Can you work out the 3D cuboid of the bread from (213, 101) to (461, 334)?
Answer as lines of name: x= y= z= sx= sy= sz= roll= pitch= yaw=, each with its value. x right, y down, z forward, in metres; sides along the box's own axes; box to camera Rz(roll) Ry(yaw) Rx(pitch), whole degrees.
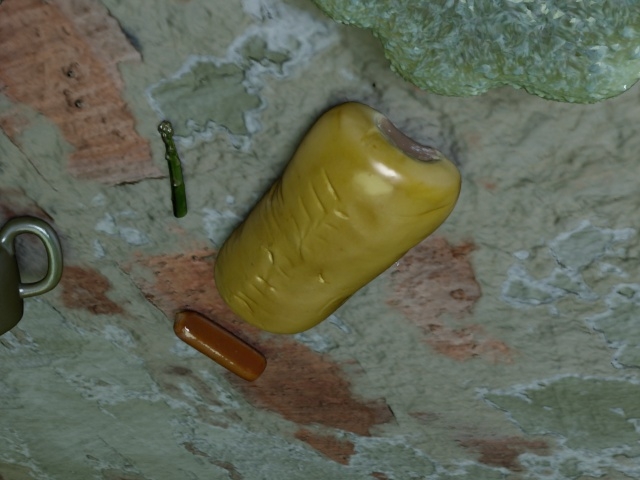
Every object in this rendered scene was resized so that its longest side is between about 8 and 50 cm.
bread: x=0.000 y=0.000 z=0.729 sx=0.142 sy=0.091 sz=0.305 roll=34 pitch=139 yaw=-8

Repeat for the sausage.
sausage: x=-0.128 y=0.130 z=0.972 sx=0.131 sy=0.041 sz=0.039 roll=36 pitch=160 yaw=-19

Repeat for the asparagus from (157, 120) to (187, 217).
asparagus: x=-0.144 y=-0.068 z=0.765 sx=0.018 sy=0.015 sz=0.127 roll=12 pitch=141 yaw=7

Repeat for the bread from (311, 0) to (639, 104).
bread: x=0.127 y=-0.157 z=0.437 sx=0.286 sy=0.056 sz=0.207 roll=-13 pitch=133 yaw=40

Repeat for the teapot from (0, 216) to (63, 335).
teapot: x=-0.435 y=0.024 z=0.889 sx=0.267 sy=0.185 sz=0.175 roll=-9 pitch=109 yaw=-10
